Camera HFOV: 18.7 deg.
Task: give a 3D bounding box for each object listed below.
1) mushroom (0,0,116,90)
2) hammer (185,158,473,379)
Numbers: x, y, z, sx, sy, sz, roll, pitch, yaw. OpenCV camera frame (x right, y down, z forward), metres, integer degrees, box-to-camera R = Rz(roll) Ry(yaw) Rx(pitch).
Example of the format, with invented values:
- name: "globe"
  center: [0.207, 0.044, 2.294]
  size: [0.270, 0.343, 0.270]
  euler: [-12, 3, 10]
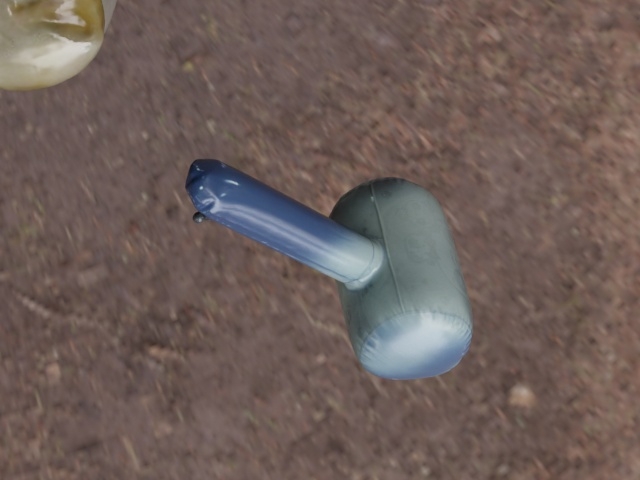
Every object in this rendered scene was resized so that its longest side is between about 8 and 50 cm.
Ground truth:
- name: "mushroom"
  center: [-0.175, -0.129, 1.004]
  size: [0.109, 0.351, 0.097]
  euler: [-9, 103, -22]
- name: "hammer"
  center: [0.000, 0.000, 1.030]
  size: [0.069, 0.116, 0.194]
  euler: [-36, 138, 29]
